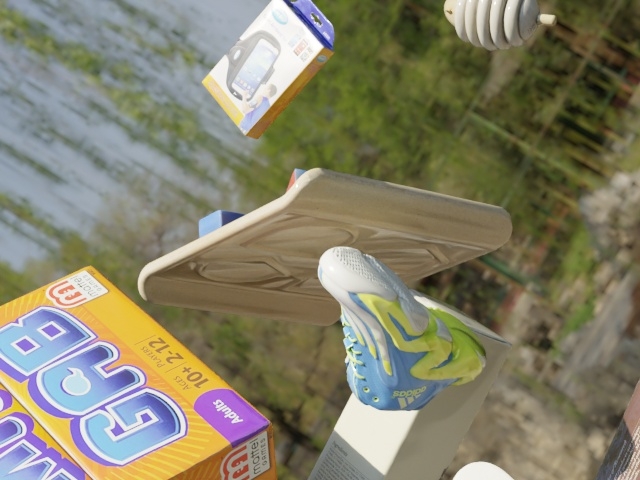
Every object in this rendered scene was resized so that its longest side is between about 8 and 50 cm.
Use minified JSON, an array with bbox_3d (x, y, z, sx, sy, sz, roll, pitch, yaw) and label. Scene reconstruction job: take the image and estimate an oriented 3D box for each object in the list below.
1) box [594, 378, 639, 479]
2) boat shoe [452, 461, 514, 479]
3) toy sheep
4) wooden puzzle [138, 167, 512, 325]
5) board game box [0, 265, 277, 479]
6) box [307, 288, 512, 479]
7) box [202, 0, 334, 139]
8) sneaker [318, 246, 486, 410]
[{"bbox_3d":[0.390,0.260,1.372,0.203,0.168,0.167,-88,12,-61],"label":"box"},{"bbox_3d":[0.174,0.253,1.088,0.066,0.184,0.063,-47,-25,-13],"label":"boat shoe"},{"bbox_3d":[0.196,-0.251,1.515,0.091,0.132,0.091,-21,-65,-55],"label":"toy sheep"},{"bbox_3d":[0.000,0.000,1.642,0.348,0.322,0.081,-30,59,45],"label":"wooden puzzle"},{"bbox_3d":[-0.284,0.314,1.495,0.356,0.356,0.357,-27,-48,-29],"label":"board game box"},{"bbox_3d":[0.093,0.203,1.537,0.094,0.113,0.275,23,-82,-39],"label":"box"},{"bbox_3d":[-0.048,-0.177,1.365,0.136,0.081,0.028,-48,-25,19],"label":"box"},{"bbox_3d":[0.057,0.103,1.340,0.126,0.240,0.091,-46,38,12],"label":"sneaker"}]
